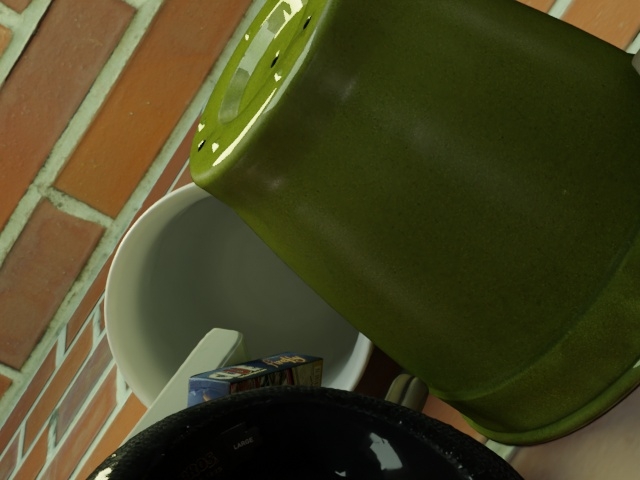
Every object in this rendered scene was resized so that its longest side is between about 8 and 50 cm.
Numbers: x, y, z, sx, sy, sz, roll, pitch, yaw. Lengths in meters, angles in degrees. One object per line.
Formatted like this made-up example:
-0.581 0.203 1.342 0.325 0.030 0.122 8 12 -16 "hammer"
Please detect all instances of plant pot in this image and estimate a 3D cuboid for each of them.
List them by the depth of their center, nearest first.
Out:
0.093 -0.066 0.969 0.366 0.353 0.366 -49 22 28 "plant pot"

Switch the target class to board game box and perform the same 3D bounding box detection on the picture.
-0.061 0.229 0.995 0.042 0.165 0.243 7 94 27 "board game box"

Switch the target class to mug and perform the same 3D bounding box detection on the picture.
-0.069 0.101 1.288 0.328 0.276 0.374 -49 -34 -81 "mug"

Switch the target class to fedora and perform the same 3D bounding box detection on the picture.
-0.004 0.236 0.660 0.334 0.333 0.153 -93 5 -58 "fedora"

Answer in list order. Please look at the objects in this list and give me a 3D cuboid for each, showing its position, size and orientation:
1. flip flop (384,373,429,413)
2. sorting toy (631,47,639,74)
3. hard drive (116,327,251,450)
0.047 0.224 0.882 0.277 0.080 0.112 -61 -4 -44 "flip flop"
0.340 -0.170 0.751 0.255 0.089 0.257 -54 7 20 "sorting toy"
-0.094 0.261 1.033 0.040 0.308 0.203 7 40 28 "hard drive"
